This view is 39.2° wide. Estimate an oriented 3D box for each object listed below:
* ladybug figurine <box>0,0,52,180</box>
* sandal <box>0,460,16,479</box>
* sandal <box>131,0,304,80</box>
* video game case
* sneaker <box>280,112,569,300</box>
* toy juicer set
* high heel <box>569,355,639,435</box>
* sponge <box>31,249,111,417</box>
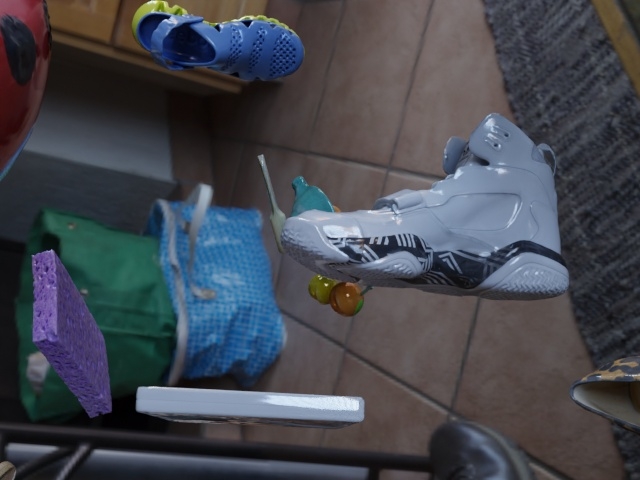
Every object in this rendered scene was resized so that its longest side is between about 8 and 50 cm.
[{"bbox_3d":[-0.337,-0.164,0.658,0.162,0.305,0.449,-33,7,17],"label":"ladybug figurine"},{"bbox_3d":[-0.290,0.208,0.641,0.088,0.079,0.240,-51,-4,-47],"label":"sandal"},{"bbox_3d":[-0.186,-0.346,1.627,0.138,0.318,0.126,-100,16,-62],"label":"sandal"},{"bbox_3d":[-0.069,0.177,0.933,0.285,0.204,0.025,103,169,-77],"label":"video game case"},{"bbox_3d":[0.134,-0.046,1.097,0.137,0.366,0.210,151,125,-71],"label":"sneaker"},{"bbox_3d":[0.000,0.000,1.566,0.329,0.090,0.209,47,151,44],"label":"toy juicer set"},{"bbox_3d":[0.299,0.143,0.682,0.261,0.186,0.093,-29,-63,-82],"label":"high heel"},{"bbox_3d":[-0.293,0.115,1.064,0.210,0.031,0.117,81,175,-56],"label":"sponge"}]
